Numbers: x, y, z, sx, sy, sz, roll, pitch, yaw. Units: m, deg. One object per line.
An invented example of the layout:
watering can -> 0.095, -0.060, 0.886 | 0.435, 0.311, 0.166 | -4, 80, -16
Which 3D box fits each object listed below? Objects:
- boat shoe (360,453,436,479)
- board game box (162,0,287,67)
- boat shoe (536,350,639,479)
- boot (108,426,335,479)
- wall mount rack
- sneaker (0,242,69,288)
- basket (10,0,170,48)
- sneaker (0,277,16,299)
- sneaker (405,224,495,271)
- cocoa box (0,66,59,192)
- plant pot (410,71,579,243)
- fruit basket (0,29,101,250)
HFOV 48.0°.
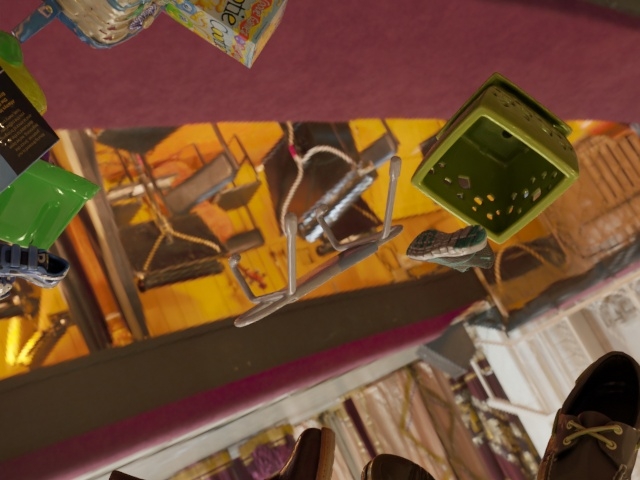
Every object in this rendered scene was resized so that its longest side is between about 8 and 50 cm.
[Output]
boat shoe -> 0.121, 0.329, 0.840 | 0.073, 0.223, 0.080 | -34, -153, 39
board game box -> -0.226, -0.524, 1.547 | 0.144, 0.275, 0.142 | -59, -174, -12
boat shoe -> 0.322, 0.237, 0.848 | 0.109, 0.091, 0.305 | 3, -157, 34
boot -> -0.113, 0.269, 0.708 | 0.090, 0.207, 0.248 | 88, 25, -88
wall mount rack -> 0.000, 0.000, 1.155 | 0.350, 0.130, 0.304 | -31, -176, -28
sneaker -> -0.457, 0.031, 1.113 | 0.059, 0.053, 0.144 | -25, 150, 33
basket -> -0.327, -0.402, 1.071 | 0.289, 0.201, 0.255 | 3, -132, 50
sneaker -> -0.659, 0.058, 1.384 | 0.131, 0.112, 0.296 | -11, 171, -26
sneaker -> 0.211, 0.024, 1.169 | 0.166, 0.076, 0.065 | -3, -135, 51
cocoa box -> -0.594, -0.107, 0.995 | 0.231, 0.228, 0.347 | -12, -147, 38
plant pot -> 0.340, -0.170, 1.376 | 0.227, 0.228, 0.207 | -49, -171, 42
fruit basket -> -0.608, -0.198, 1.393 | 0.392, 0.392, 0.283 | -34, 141, 25
